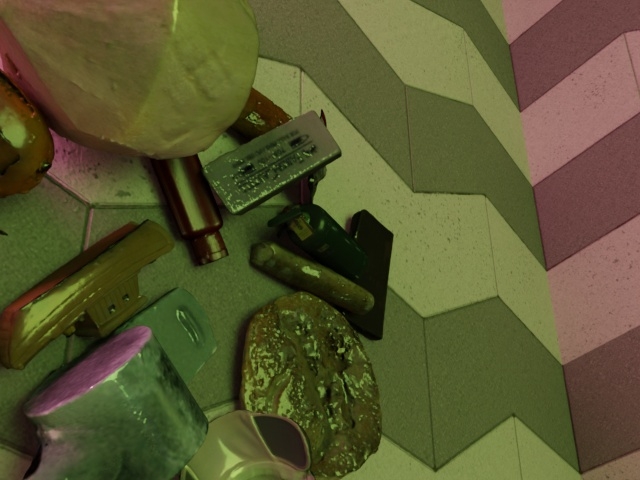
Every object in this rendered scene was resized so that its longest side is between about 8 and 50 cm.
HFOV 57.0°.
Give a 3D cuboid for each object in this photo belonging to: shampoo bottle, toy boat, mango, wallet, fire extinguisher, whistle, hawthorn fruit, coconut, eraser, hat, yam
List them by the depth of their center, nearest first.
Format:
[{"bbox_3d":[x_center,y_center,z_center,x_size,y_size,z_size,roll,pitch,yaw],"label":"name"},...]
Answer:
[{"bbox_3d":[-0.478,-0.167,0.795,0.249,0.151,0.156,45,79,-21],"label":"mango"},{"bbox_3d":[-0.277,0.219,0.877,0.168,0.188,0.405,62,5,-15],"label":"whistle"},{"bbox_3d":[-0.306,-0.303,0.888,0.415,0.415,0.345,3,95,-50],"label":"coconut"},{"bbox_3d":[-0.343,0.082,0.895,0.321,0.089,0.121,-49,128,-47],"label":"toy boat"},{"bbox_3d":[-0.118,0.422,0.980,0.232,0.161,0.275,-29,73,-39],"label":"hat"},{"bbox_3d":[-0.245,-0.082,1.099,0.102,0.064,0.260,-23,93,-58],"label":"shampoo bottle"},{"bbox_3d":[-0.087,-0.162,1.193,0.352,0.077,0.111,-35,89,-34],"label":"eraser"},{"bbox_3d":[0.000,0.000,1.275,0.095,0.114,0.311,59,9,34],"label":"fire extinguisher"},{"bbox_3d":[-0.012,0.084,1.284,0.317,0.067,0.071,29,97,-32],"label":"yam"},{"bbox_3d":[-0.048,-0.041,1.324,0.103,0.066,0.067,36,48,-53],"label":"hawthorn fruit"},{"bbox_3d":[0.116,0.082,1.477,0.165,0.042,0.310,34,55,-36],"label":"wallet"}]

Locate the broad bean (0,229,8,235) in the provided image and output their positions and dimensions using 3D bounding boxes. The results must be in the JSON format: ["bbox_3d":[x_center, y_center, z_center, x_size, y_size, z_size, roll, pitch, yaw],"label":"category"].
[{"bbox_3d":[-0.556,-0.089,0.730,0.339,0.061,0.077,40,63,-32],"label":"broad bean"}]

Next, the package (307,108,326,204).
[{"bbox_3d":[-0.006,-0.176,1.388,0.154,0.030,0.239,89,11,-54],"label":"package"}]

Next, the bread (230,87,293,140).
[{"bbox_3d":[-0.156,-0.269,1.272,0.344,0.084,0.124,29,36,-40],"label":"bread"}]

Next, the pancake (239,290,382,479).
[{"bbox_3d":[-0.017,0.291,1.196,0.387,0.082,0.387,27,50,-36],"label":"pancake"}]
